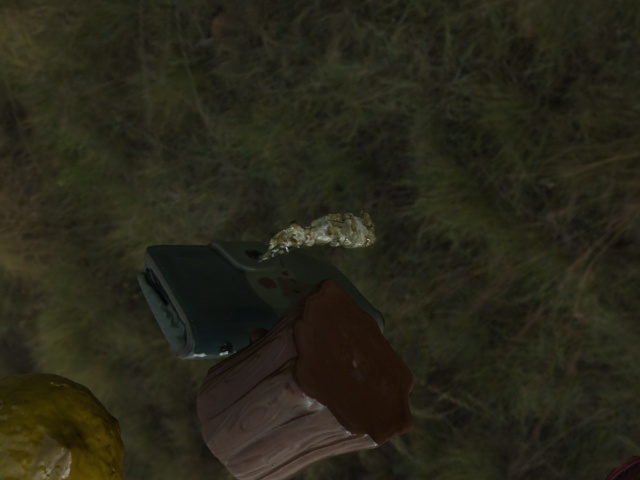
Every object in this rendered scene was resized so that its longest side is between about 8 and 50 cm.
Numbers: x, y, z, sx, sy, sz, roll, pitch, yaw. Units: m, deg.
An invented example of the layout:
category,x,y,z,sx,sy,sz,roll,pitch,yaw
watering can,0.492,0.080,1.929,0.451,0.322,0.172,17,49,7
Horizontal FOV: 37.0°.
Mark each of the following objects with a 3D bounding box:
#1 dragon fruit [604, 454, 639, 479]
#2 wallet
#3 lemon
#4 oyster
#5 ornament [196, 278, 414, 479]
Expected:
category,x,y,z,sx,sy,sz,roll,pitch,yaw
dragon fruit,0.229,0.201,0.646,0.068,0.112,0.126,33,143,-8
wallet,-0.095,0.085,1.516,0.252,0.360,0.083,51,130,42
lemon,-0.302,0.234,0.991,0.231,0.192,0.192,-23,98,52
oyster,-0.003,-0.003,1.443,0.106,0.199,0.061,115,135,-73
ornament,-0.034,0.195,1.236,0.217,0.235,0.221,-34,68,34
